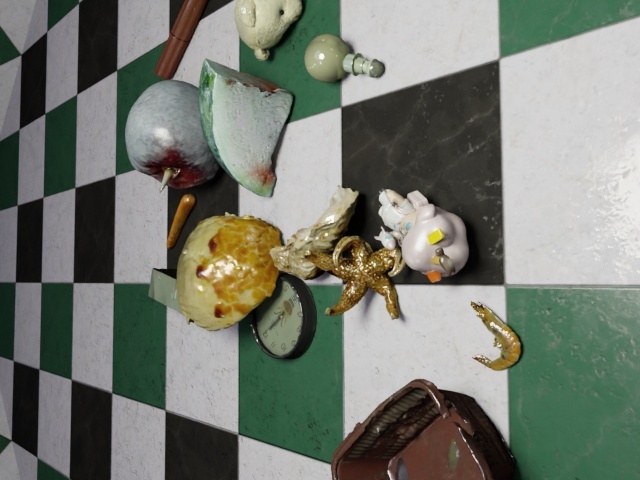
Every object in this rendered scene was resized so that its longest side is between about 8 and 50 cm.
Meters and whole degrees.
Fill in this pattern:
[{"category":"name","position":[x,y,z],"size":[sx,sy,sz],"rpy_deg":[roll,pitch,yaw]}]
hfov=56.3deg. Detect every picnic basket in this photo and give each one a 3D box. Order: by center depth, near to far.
[{"category":"picnic basket","position":[0.159,0.360,0.936],"size":[0.297,0.129,0.222],"rpy_deg":[-54,50,30]}]

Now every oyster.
[{"category":"oyster","position":[0.000,-0.002,1.152],"size":[0.107,0.161,0.232],"rpy_deg":[47,126,-4]}]

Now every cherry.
[{"category":"cherry","position":[-0.348,-0.248,1.438],"size":[0.218,0.255,0.296],"rpy_deg":[-14,63,22]}]

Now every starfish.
[{"category":"starfish","position":[0.058,0.066,1.055],"size":[0.189,0.074,0.146],"rpy_deg":[15,94,6]}]

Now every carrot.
[{"category":"carrot","position":[-0.382,-0.049,1.622],"size":[0.037,0.037,0.190],"rpy_deg":[55,129,34]}]

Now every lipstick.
[{"category":"lipstick","position":[-0.356,-0.592,1.604],"size":[0.357,0.057,0.057],"rpy_deg":[-53,53,30]}]

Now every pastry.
[{"category":"pastry","position":[-0.215,0.050,1.291],"size":[0.236,0.170,0.256],"rpy_deg":[-21,42,40]}]

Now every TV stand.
[{"category":"TV stand","position":[-0.336,0.137,1.518],"size":[0.269,0.088,0.083],"rpy_deg":[14,98,46]}]

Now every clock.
[{"category":"clock","position":[-0.084,0.162,1.276],"size":[0.184,0.040,0.185],"rpy_deg":[-4,85,47]}]

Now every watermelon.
[{"category":"watermelon","position":[-0.157,-0.274,1.340],"size":[0.289,0.213,0.320],"rpy_deg":[-106,-8,-65]}]

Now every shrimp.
[{"category":"shrimp","position":[0.255,0.149,0.922],"size":[0.114,0.023,0.083],"rpy_deg":[53,127,30]}]

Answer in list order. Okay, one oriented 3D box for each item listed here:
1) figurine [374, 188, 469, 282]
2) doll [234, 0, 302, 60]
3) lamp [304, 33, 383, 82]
[{"category":"figurine","position":[0.166,-0.010,0.969],"size":[0.229,0.112,0.137],"rpy_deg":[47,145,46]},{"category":"doll","position":[-0.117,-0.550,1.314],"size":[0.149,0.175,0.278],"rpy_deg":[-9,68,9]},{"category":"lamp","position":[0.048,-0.338,1.140],"size":[0.163,0.091,0.091],"rpy_deg":[23,105,29]}]
